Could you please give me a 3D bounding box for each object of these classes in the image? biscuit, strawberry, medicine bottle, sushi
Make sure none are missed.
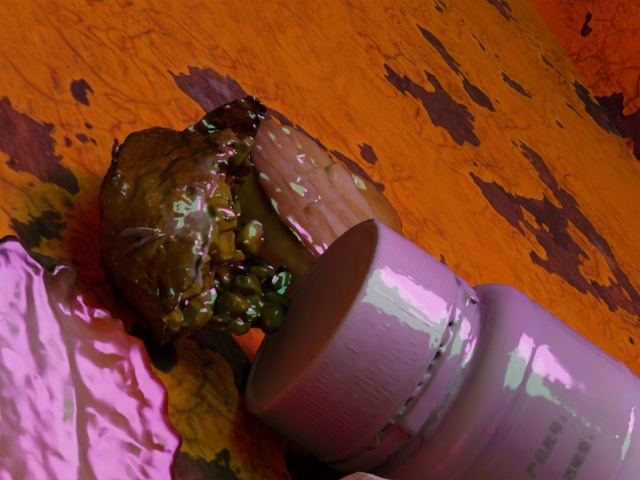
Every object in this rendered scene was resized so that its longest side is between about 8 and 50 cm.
[{"bbox_3d":[0.000,0.000,1.544,0.296,0.102,0.296,41,22,-21],"label":"biscuit"},{"bbox_3d":[-0.219,0.151,0.896,0.265,0.149,0.336,23,43,-53],"label":"strawberry"},{"bbox_3d":[0.117,0.154,1.304,0.325,0.256,0.256,33,26,-13],"label":"medicine bottle"},{"bbox_3d":[-0.112,-0.018,1.308,0.179,0.167,0.296,4,22,3],"label":"sushi"}]

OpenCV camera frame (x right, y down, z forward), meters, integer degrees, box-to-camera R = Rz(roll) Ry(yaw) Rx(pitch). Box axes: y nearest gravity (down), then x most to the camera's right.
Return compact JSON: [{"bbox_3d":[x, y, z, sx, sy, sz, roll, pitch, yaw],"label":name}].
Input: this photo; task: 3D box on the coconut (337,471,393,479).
[{"bbox_3d":[-0.002,0.291,0.916,0.233,0.245,0.233,62,-4,8],"label":"coconut"}]
